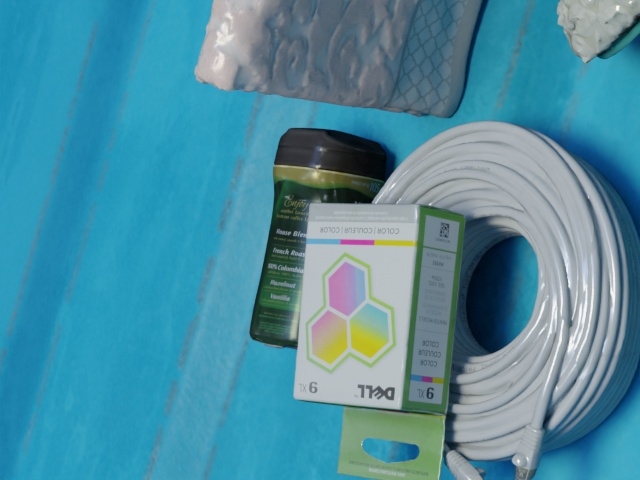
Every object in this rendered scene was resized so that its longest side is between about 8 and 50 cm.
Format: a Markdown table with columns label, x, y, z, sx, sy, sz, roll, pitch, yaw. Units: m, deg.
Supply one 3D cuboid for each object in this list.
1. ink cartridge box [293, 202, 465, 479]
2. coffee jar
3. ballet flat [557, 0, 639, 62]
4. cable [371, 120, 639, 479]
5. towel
| label | x | y | z | sx | sy | sz | roll | pitch | yaw |
| --- | --- | --- | --- | --- | --- | --- | --- | --- | --- |
| ink cartridge box | 0.041 | 0.077 | 1.497 | 0.109 | 0.062 | 0.209 | 2 | 85 | 42 |
| coffee jar | 0.000 | 0.000 | 1.640 | 0.079 | 0.096 | 0.184 | 7 | 90 | 39 |
| ballet flat | 0.255 | -0.293 | 1.343 | 0.409 | 0.147 | 0.147 | -50 | 54 | 43 |
| cable | 0.136 | 0.041 | 1.522 | 0.257 | 0.089 | 0.257 | 41 | 110 | 38 |
| towel | 0.048 | -0.259 | 1.487 | 0.053 | 0.317 | 0.332 | 19 | 98 | 33 |
